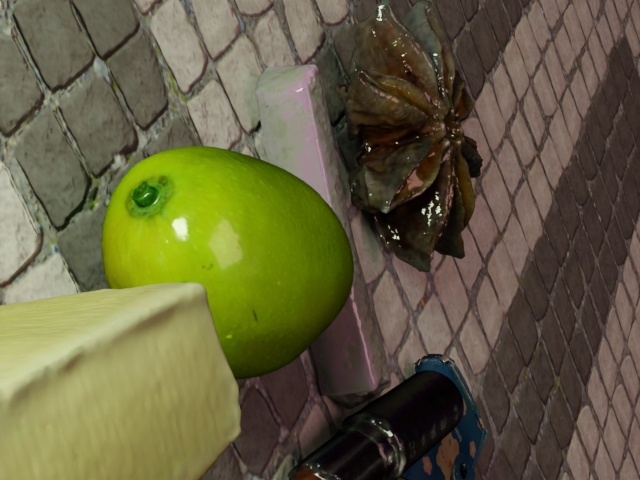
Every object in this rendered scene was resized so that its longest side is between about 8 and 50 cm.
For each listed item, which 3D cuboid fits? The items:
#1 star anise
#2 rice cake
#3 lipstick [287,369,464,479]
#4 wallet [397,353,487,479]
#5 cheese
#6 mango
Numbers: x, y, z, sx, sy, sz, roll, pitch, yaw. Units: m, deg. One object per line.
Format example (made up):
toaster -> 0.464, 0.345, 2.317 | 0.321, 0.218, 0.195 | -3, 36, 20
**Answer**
star anise -> 0.101, -0.122, 1.647 | 0.331, 0.117, 0.332 | -2, 90, -65
rice cake -> 0.000, 0.000, 1.462 | 0.056, 0.072, 0.365 | -23, 103, -64
lipstick -> 0.043, 0.213, 1.431 | 0.299, 0.081, 0.081 | -28, 105, -50
wallet -> 0.127, 0.241, 1.613 | 0.141, 0.059, 0.202 | 64, 31, -28
cheese -> -0.216, 0.114, 0.804 | 0.242, 0.265, 0.124 | -21, 100, -62
mango -> -0.063, 0.024, 1.240 | 0.343, 0.156, 0.192 | 12, 71, -62
